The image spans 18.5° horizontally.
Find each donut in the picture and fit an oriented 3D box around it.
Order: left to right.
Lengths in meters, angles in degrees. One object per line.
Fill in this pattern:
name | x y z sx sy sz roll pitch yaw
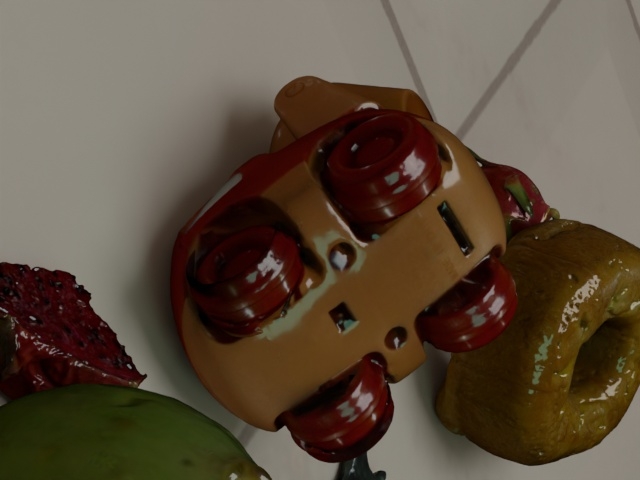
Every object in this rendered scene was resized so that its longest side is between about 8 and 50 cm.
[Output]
donut | 0.198 0.087 1.672 0.226 0.114 0.227 -31 133 -39

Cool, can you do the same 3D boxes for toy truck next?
toy truck | 0.000 0.000 1.400 0.265 0.239 0.189 -38 123 -9

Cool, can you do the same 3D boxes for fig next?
fig | -0.128 0.174 1.084 0.207 0.230 0.207 6 65 -14

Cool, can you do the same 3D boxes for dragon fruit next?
dragon fruit | -0.182 0.070 1.198 0.131 0.063 0.097 10 41 -57
dragon fruit | 0.152 -0.031 1.722 0.116 0.081 0.086 54 35 11

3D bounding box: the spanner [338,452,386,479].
spanner | -0.006 0.231 1.456 0.254 0.015 0.054 -54 127 -49
